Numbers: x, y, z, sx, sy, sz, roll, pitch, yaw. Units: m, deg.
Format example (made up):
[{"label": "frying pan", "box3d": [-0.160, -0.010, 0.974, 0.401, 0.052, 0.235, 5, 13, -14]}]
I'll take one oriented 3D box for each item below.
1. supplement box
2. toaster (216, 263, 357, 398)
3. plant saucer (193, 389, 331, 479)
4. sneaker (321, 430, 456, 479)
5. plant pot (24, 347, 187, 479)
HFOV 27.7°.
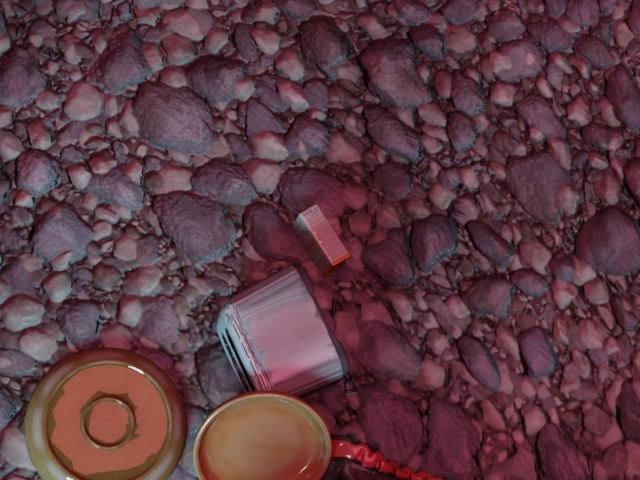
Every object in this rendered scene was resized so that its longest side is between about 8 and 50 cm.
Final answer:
[{"label": "supplement box", "box3d": [0.000, 0.000, 2.037, 0.036, 0.062, 0.098, -30, 82, -21]}, {"label": "toaster", "box3d": [-0.058, 0.157, 1.936, 0.146, 0.129, 0.227, -23, 81, -17]}, {"label": "plant saucer", "box3d": [-0.085, 0.298, 1.874, 0.200, 0.037, 0.200, -3, 116, -7]}, {"label": "sneaker", "box3d": [0.119, 0.392, 1.917, 0.276, 0.097, 0.135, 23, 67, -4]}, {"label": "plant pot", "box3d": [-0.309, 0.267, 1.882, 0.236, 0.032, 0.236, 5, 70, -13]}]
